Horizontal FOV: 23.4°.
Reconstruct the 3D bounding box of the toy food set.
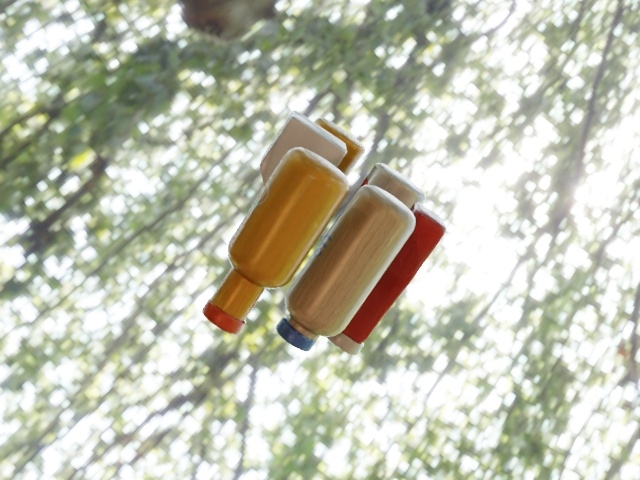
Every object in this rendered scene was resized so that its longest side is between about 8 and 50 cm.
[{"bbox_3d":[0.000,0.000,0.925,0.111,0.232,0.104,34,-81,-6],"label":"toy food set"}]
